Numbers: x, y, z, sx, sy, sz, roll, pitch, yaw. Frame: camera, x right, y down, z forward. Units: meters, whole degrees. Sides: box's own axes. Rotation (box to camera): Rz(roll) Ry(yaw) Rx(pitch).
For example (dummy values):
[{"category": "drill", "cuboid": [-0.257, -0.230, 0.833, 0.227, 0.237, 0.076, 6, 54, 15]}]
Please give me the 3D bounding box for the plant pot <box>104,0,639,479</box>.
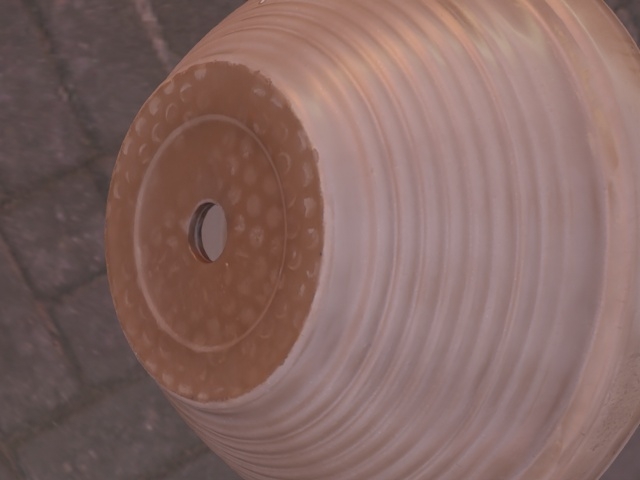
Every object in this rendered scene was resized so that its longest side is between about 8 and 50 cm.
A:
[{"category": "plant pot", "cuboid": [0.000, 0.000, 0.533, 0.109, 0.237, 0.237, 1, 97, -44]}]
